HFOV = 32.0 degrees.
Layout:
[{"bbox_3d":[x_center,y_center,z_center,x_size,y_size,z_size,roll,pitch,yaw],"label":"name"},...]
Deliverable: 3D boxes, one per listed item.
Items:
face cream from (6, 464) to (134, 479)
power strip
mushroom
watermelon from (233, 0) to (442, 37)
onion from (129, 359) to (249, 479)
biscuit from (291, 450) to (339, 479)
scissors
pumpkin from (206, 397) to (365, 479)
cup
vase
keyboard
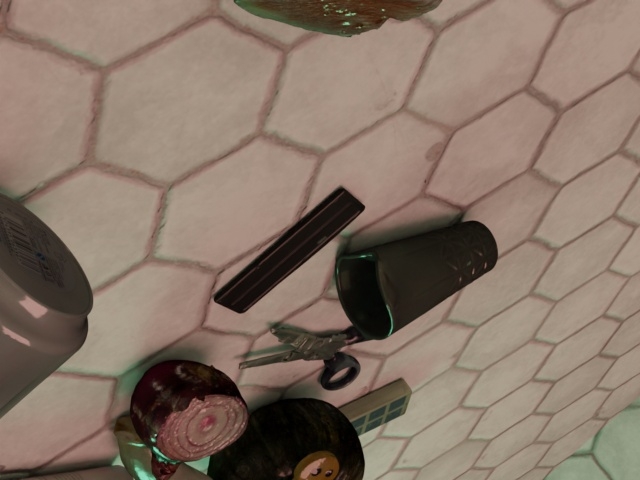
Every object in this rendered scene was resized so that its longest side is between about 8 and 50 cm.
[{"bbox_3d":[-0.472,0.445,1.874,0.345,0.102,0.102,1,134,-47],"label":"face cream"},{"bbox_3d":[0.037,0.402,2.392,0.367,0.043,0.106,-22,147,-23],"label":"power strip"},{"bbox_3d":[-0.265,0.429,1.988,0.109,0.097,0.351,-5,135,32],"label":"mushroom"},{"bbox_3d":[0.042,-0.300,1.234,0.212,0.201,0.262,2,138,-36],"label":"watermelon"},{"bbox_3d":[-0.235,0.300,1.842,0.195,0.140,0.218,2,121,-49],"label":"onion"},{"bbox_3d":[-0.039,0.489,2.069,0.158,0.035,0.240,11,117,-36],"label":"biscuit"},{"bbox_3d":[0.000,0.203,2.080,0.383,0.029,0.256,4,133,-51],"label":"scissors"},{"bbox_3d":[-0.068,0.450,2.175,0.320,0.192,0.321,-13,127,-17],"label":"pumpkin"},{"bbox_3d":[-0.439,0.113,1.333,0.327,0.237,0.323,-42,179,10],"label":"cup"},{"bbox_3d":[0.170,0.064,1.953,0.300,0.156,0.251,-22,145,-33],"label":"vase"},{"bbox_3d":[-0.005,-0.011,1.773,0.381,0.041,0.103,-35,152,11],"label":"keyboard"}]
